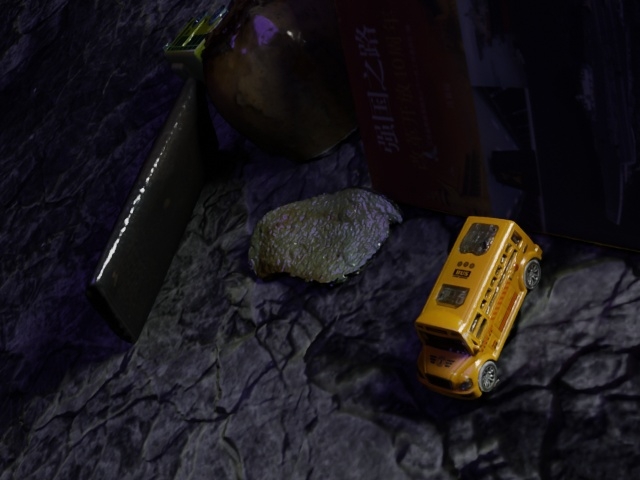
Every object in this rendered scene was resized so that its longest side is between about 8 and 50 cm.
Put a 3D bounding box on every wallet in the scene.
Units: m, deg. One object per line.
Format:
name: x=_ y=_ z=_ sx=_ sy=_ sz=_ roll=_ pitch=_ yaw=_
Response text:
wallet: x=-0.209 y=-0.040 z=1.157 sx=0.044 sy=0.170 sz=0.321 roll=15 pitch=64 yaw=11

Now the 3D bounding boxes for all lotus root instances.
lotus root: x=-0.042 y=-0.248 z=1.175 sx=0.272 sy=0.192 sz=0.272 roll=-30 pitch=42 yaw=31

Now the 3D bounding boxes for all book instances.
book: x=0.163 y=-0.133 z=0.846 sx=0.028 sy=0.262 sz=0.374 roll=-32 pitch=30 yaw=-33

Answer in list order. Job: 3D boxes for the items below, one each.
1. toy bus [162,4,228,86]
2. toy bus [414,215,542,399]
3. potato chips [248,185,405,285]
toy bus: x=-0.163 y=-0.280 z=1.342 sx=0.101 sy=0.088 sz=0.175 roll=-53 pitch=26 yaw=-8
toy bus: x=0.138 y=0.060 z=0.829 sx=0.070 sy=0.074 sz=0.162 roll=9 pitch=64 yaw=44
potato chips: x=0.000 y=0.000 z=1.037 sx=0.209 sy=0.026 sz=0.142 roll=-30 pitch=49 yaw=21
